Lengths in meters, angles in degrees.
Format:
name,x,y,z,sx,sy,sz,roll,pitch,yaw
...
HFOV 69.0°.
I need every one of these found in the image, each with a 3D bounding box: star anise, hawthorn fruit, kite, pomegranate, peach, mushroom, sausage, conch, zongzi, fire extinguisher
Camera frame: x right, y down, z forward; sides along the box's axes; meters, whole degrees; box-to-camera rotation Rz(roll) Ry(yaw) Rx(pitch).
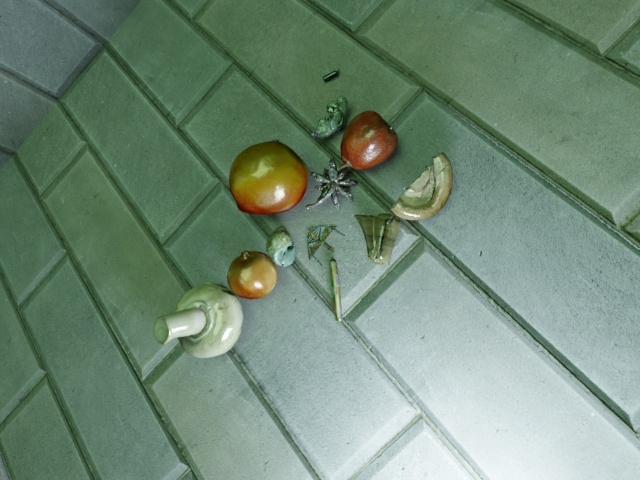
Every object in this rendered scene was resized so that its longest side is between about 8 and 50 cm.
name,x,y,z,sx,sy,sz,roll,pitch,yaw
star anise,0.041,-0.215,1.880,0.209,0.089,0.231,21,87,-2
hawthorn fruit,0.165,-0.373,1.830,0.262,0.210,0.210,-41,65,17
kite,0.000,0.000,1.913,0.160,0.010,0.183,40,94,26
pomegranate,-0.280,0.142,1.896,0.209,0.209,0.209,-6,75,22
peach,-0.219,-0.246,1.911,0.332,0.308,0.308,-40,65,4
mushroom,0.400,-0.178,1.719,0.151,0.156,0.285,42,95,7
mushroom,-0.489,0.350,1.911,0.315,0.315,0.356,34,57,27
sausage,0.060,0.193,1.826,0.033,0.033,0.269,-12,72,20
conch,-0.169,0.025,1.931,0.116,0.106,0.172,-20,89,-18
zongzi,0.195,-0.012,1.789,0.197,0.099,0.194,8,80,36
fire extinguisher,0.052,-0.732,2.068,0.083,0.025,0.038,-25,106,16

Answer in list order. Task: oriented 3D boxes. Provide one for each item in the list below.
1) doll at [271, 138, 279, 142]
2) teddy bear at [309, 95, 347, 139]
name,x,y,z,sx,sy,sz,roll,pitch,yaw
doll,-0.216,-0.418,2.098,0.085,0.040,0.058,-25,79,16
teddy bear,0.049,-0.496,1.968,0.213,0.111,0.133,-59,21,-10
